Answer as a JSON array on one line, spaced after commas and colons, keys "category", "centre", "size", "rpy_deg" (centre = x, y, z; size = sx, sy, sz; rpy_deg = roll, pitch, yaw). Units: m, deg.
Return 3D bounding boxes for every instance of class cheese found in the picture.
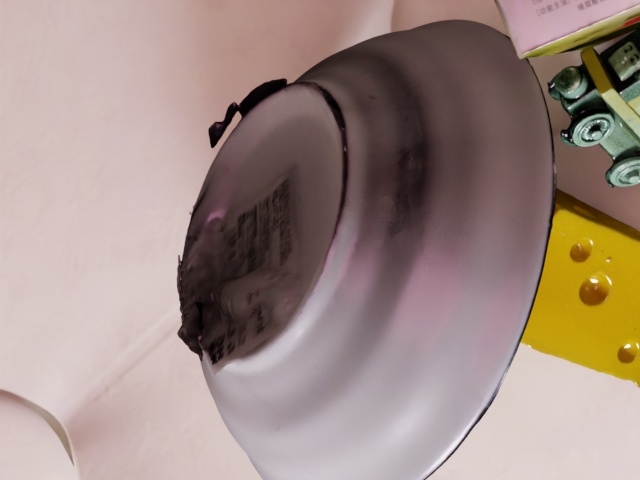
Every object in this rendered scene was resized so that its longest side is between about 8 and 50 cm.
[{"category": "cheese", "centre": [0.145, 0.021, 1.231], "size": [0.171, 0.126, 0.093], "rpy_deg": [25, 100, -4]}]

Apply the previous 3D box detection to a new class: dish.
[{"category": "dish", "centre": [0.000, 0.000, 1.164], "size": [0.316, 0.106, 0.316], "rpy_deg": [-32, 49, 45]}]

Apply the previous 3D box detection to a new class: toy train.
[{"category": "toy train", "centre": [0.188, -0.078, 1.183], "size": [0.081, 0.122, 0.050], "rpy_deg": [-29, 55, 18]}]

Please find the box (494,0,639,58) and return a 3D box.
[{"category": "box", "centre": [0.237, -0.180, 1.115], "size": [0.260, 0.175, 0.062], "rpy_deg": [-23, 89, 21]}]
